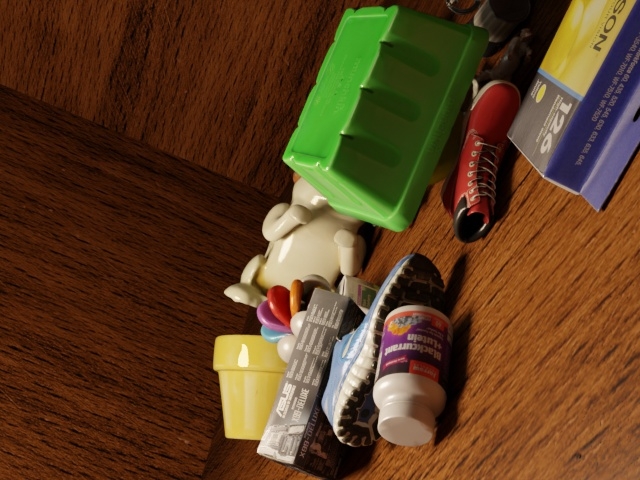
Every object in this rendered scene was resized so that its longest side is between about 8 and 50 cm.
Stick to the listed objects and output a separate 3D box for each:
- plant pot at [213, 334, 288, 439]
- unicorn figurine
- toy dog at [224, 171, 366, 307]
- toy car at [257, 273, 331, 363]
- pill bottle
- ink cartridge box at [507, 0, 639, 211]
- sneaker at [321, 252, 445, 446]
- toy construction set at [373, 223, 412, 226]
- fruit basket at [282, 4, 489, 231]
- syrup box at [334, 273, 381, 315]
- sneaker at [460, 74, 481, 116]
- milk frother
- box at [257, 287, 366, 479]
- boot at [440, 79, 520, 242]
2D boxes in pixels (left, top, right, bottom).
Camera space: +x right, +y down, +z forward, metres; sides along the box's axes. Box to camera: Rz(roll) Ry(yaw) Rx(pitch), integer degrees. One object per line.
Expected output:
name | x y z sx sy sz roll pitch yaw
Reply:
plant pot | -0.136 0.358 2.199 0.254 0.254 0.238 142 133 -72
unicorn figurine | 0.328 -0.310 1.630 0.162 0.060 0.111 -44 19 28
toy dog | 0.000 0.000 2.248 0.395 0.285 0.407 11 -77 -81
toy car | -0.061 0.155 1.892 0.159 0.136 0.182 -84 18 -50
pill bottle | 0.136 0.200 1.354 0.108 0.108 0.193 122 166 -47
ink cartridge box | 0.362 -0.224 1.185 0.307 0.072 0.303 -90 24 -71
sneaker | 0.086 0.166 1.520 0.330 0.130 0.147 -62 30 0
toy construction set | 0.145 -0.149 1.929 0.327 0.151 0.215 -54 -26 -65
fruit basket | 0.158 -0.194 1.597 0.283 0.392 0.392 21 89 59
syrup box | 0.044 0.194 1.926 0.093 0.096 0.236 -84 19 -53
sneaker | 0.244 -0.234 1.816 0.092 0.088 0.228 -104 35 -71
milk frother | 0.312 -0.445 1.733 0.129 0.143 0.135 -64 5 -23
box | 0.008 0.270 1.665 0.307 0.077 0.242 -71 -24 -14
boot | 0.265 -0.123 1.452 0.176 0.089 0.244 -90 15 -65
